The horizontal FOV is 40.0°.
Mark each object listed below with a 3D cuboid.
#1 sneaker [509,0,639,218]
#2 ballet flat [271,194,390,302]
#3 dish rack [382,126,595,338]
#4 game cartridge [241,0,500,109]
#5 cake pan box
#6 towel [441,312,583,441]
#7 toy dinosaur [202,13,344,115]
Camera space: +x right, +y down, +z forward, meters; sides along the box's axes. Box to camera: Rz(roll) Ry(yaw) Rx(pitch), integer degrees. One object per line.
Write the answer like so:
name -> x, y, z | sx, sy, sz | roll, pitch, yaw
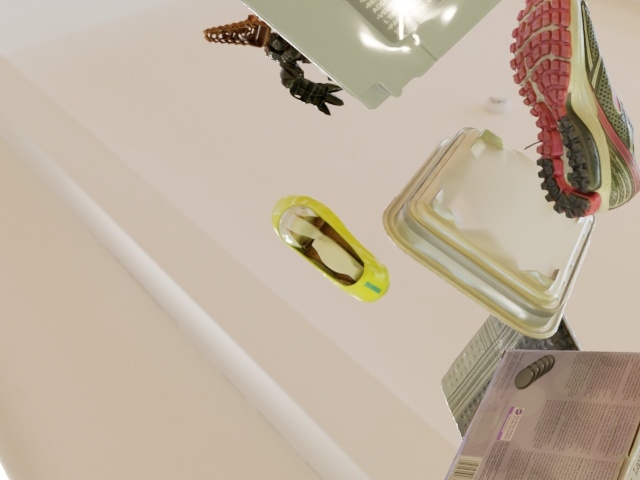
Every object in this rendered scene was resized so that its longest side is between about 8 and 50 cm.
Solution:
sneaker -> 0.323, -0.181, 1.107 | 0.112, 0.299, 0.121 | -13, -175, -23
ballet flat -> 0.000, 0.000, 1.173 | 0.231, 0.077, 0.077 | 40, -79, 33
dish rack -> 0.266, -0.037, 1.276 | 0.285, 0.072, 0.333 | 35, -140, 5
game cartridge -> 0.076, -0.240, 0.558 | 0.297, 0.198, 0.062 | -42, -144, 17
cake pan box -> 0.300, 0.257, 1.117 | 0.246, 0.070, 0.267 | -10, -142, 48
towel -> 0.314, 0.251, 1.375 | 0.056, 0.324, 0.312 | 6, -135, -24
toy dinosaur -> -0.038, -0.334, 1.521 | 0.322, 0.164, 0.218 | -20, -138, -16
